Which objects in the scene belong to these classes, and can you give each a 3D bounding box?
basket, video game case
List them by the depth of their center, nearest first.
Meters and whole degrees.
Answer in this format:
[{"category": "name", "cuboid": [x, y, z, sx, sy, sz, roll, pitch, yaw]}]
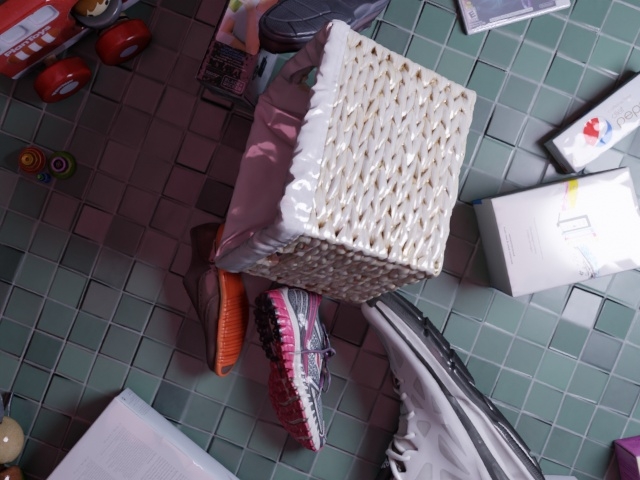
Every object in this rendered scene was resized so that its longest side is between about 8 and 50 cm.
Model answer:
[{"category": "basket", "cuboid": [0.031, -0.094, 1.294, 0.267, 0.328, 0.331, 20, 71, -18]}, {"category": "video game case", "cuboid": [0.329, -0.472, 1.490, 0.191, 0.022, 0.173, -16, 91, 1]}]

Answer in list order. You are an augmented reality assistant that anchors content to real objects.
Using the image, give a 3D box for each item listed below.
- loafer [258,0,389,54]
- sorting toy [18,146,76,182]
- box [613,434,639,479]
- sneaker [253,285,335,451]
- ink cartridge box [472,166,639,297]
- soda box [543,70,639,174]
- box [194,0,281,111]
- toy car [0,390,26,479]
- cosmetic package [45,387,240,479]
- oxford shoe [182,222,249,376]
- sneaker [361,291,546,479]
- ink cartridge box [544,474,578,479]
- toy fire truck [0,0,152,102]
[{"category": "loafer", "cuboid": [0.010, -0.351, 1.381, 0.109, 0.095, 0.303, 38, 48, 18]}, {"category": "sorting toy", "cuboid": [-0.490, -0.134, 1.493, 0.102, 0.042, 0.061, 7, 92, 0]}, {"category": "box", "cuboid": [0.657, 0.457, 1.466, 0.214, 0.117, 0.242, -12, 91, 0]}, {"category": "sneaker", "cuboid": [-0.025, 0.224, 1.469, 0.112, 0.121, 0.299, -14, 100, -30]}, {"category": "ink cartridge box", "cuboid": [0.402, -0.016, 1.427, 0.233, 0.171, 0.168, -13, 92, 0]}, {"category": "soda box", "cuboid": [0.503, -0.209, 1.473, 0.216, 0.069, 0.074, -37, 90, 0]}, {"category": "box", "cuboid": [-0.105, -0.378, 1.424, 0.087, 0.169, 0.289, 23, 93, 3]}, {"category": "toy car", "cuboid": [-0.579, 0.354, 1.459, 0.149, 0.155, 0.188, 12, 82, 0]}, {"category": "cosmetic package", "cuboid": [-0.360, 0.497, 1.483, 0.284, 0.097, 0.377, 40, 92, 1]}, {"category": "oxford shoe", "cuboid": [-0.188, 0.103, 1.485, 0.099, 0.097, 0.271, 1, 87, 20]}, {"category": "sneaker", "cuboid": [0.155, 0.311, 1.429, 0.258, 0.169, 0.447, -37, 90, 9]}, {"category": "ink cartridge box", "cuboid": [0.402, 0.499, 1.495, 0.109, 0.063, 0.150, 2, 91, 0]}, {"category": "toy fire truck", "cuboid": [-0.427, -0.366, 1.381, 0.302, 0.254, 0.169, -32, 91, 1]}]
